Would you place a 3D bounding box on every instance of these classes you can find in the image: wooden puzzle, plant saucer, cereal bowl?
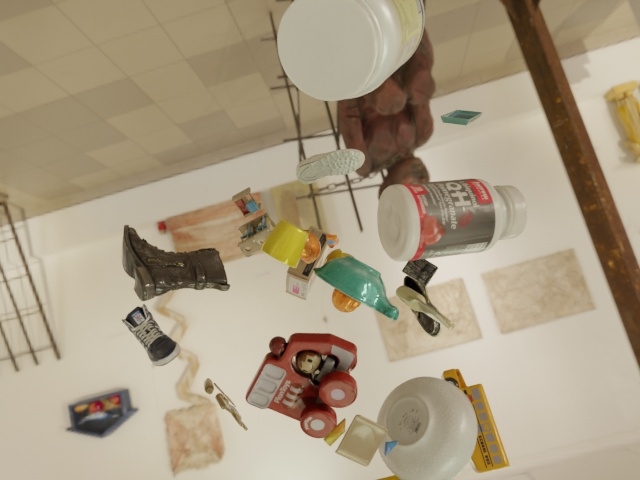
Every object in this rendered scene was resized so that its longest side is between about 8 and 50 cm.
[{"bbox_3d":[0.065,0.321,0.858,0.078,0.116,0.014,-52,-160,-4],"label":"wooden puzzle"},{"bbox_3d":[0.341,-0.297,1.284,0.067,0.018,0.192,12,-159,22],"label":"plant saucer"},{"bbox_3d":[0.307,0.581,1.673,0.339,0.339,0.141,-22,135,33],"label":"cereal bowl"}]

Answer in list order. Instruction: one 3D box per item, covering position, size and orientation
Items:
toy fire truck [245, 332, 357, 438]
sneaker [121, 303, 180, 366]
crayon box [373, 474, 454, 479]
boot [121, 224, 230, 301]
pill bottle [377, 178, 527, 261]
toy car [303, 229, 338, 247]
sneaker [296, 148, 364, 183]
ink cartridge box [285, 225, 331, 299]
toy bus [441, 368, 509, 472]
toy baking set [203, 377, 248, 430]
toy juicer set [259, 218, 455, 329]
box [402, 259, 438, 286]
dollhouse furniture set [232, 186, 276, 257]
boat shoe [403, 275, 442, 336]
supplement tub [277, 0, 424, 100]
[{"bbox_3d":[-0.044,0.370,1.444,0.254,0.169,0.302,23,116,-8],"label":"toy fire truck"},{"bbox_3d":[-0.563,0.306,1.757,0.099,0.153,0.282,-37,-154,-21],"label":"sneaker"},{"bbox_3d":[0.288,0.931,1.728,0.363,0.313,0.106,-19,143,10],"label":"crayon box"},{"bbox_3d":[-0.369,0.050,1.353,0.229,0.263,0.091,-10,139,-33],"label":"boot"},{"bbox_3d":[0.308,-0.053,1.240,0.318,0.176,0.176,-6,166,-17],"label":"pill bottle"},{"bbox_3d":[0.000,0.000,1.721,0.122,0.040,0.060,8,160,-3],"label":"toy car"},{"bbox_3d":[0.030,-0.264,1.775,0.235,0.090,0.095,-12,-150,9],"label":"sneaker"},{"bbox_3d":[-0.045,0.086,1.905,0.088,0.193,0.235,24,158,5],"label":"ink cartridge box"},{"bbox_3d":[0.506,0.595,1.783,0.130,0.333,0.108,-15,154,3],"label":"toy bus"},{"bbox_3d":[-0.312,0.525,1.718,0.030,0.197,0.256,-38,-169,-13],"label":"toy baking set"},{"bbox_3d":[0.057,0.079,0.925,0.329,0.089,0.209,29,-179,4],"label":"toy juicer set"},{"bbox_3d":[0.289,0.085,1.549,0.067,0.083,0.018,-57,158,-4],"label":"box"},{"bbox_3d":[-0.260,-0.064,1.909,0.129,0.184,0.129,-28,-150,9],"label":"dollhouse furniture set"},{"bbox_3d":[0.334,0.217,1.777,0.068,0.228,0.081,21,129,-39],"label":"boat shoe"},{"bbox_3d":[0.069,-0.431,1.102,0.235,0.235,0.325,-23,-162,34],"label":"supplement tub"}]
